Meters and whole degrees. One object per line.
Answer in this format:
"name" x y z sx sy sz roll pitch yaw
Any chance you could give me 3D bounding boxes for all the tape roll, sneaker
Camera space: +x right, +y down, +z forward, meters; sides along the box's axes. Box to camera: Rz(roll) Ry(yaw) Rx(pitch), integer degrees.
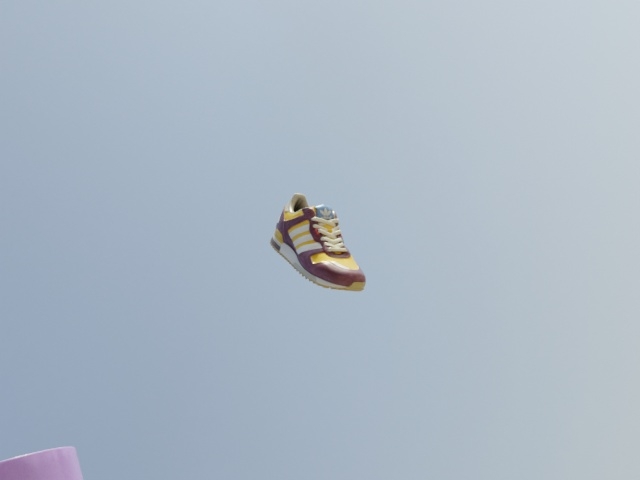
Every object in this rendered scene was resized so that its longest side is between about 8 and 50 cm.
"tape roll" -0.518 0.414 1.366 0.275 0.275 0.090 -3 -112 -49
"sneaker" 0.000 0.000 1.099 0.070 0.185 0.083 8 -73 -40
